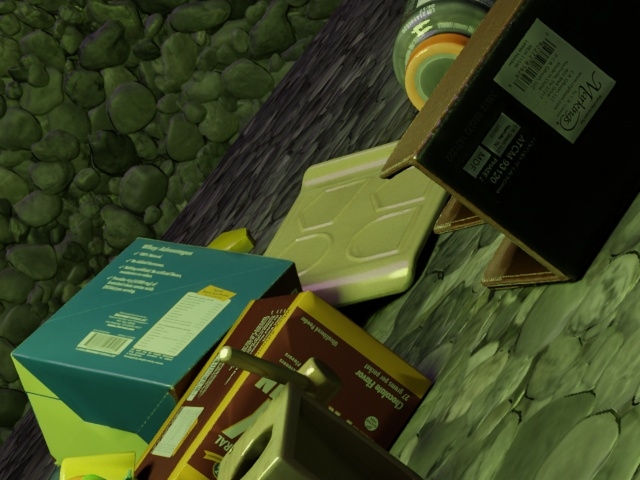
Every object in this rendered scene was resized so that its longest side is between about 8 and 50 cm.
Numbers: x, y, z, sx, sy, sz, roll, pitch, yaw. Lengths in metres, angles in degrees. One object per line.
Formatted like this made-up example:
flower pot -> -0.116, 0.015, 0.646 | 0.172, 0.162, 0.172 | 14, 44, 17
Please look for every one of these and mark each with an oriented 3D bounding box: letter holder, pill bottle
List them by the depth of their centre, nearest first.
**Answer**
letter holder -> 0.184, -0.126, 1.502 | 0.302, 0.152, 0.214 | -55, 8, -11
pill bottle -> 0.145, -0.213, 2.021 | 0.130, 0.130, 0.245 | -48, 11, 28

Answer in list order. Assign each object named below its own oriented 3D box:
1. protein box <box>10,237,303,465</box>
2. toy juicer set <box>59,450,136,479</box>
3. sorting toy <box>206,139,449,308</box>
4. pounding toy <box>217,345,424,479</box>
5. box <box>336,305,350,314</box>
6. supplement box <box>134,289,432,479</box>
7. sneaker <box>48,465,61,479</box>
protein box -> -0.139, 0.116, 1.810 | 0.200, 0.136, 0.201 | 8, 37, 35
toy juicer set -> -0.172, 0.332, 1.498 | 0.209, 0.089, 0.329 | 149, 126, -84
sorting toy -> 0.000, 0.000, 1.945 | 0.307, 0.041, 0.229 | -15, 34, 34
pounding toy -> -0.023, 0.161, 1.356 | 0.094, 0.181, 0.206 | -50, 10, 16
box -> -0.066, 0.122, 2.032 | 0.183, 0.059, 0.233 | -55, 11, -15
supplement box -> -0.038, 0.156, 1.587 | 0.191, 0.129, 0.194 | -55, 10, -12
sneaker -> -0.227, 0.252, 2.146 | 0.350, 0.131, 0.148 | -60, 6, 15
